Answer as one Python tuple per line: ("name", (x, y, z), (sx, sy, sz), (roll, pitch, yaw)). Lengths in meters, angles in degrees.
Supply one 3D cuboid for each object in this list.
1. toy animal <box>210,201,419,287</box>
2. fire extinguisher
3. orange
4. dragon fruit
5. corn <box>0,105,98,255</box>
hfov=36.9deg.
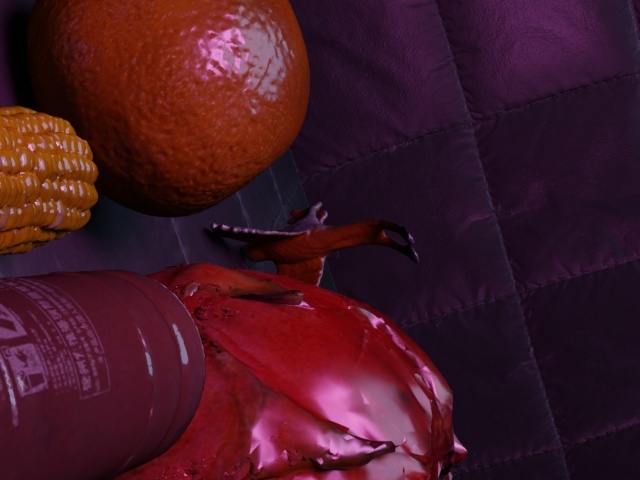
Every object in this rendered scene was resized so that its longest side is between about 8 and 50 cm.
("toy animal", (-0.002, -0.008, 1.474), (0.302, 0.284, 0.225), (-88, 157, -68))
("fire extinguisher", (-0.180, 0.059, 0.339), (0.138, 0.102, 0.344), (31, 12, 20))
("orange", (-0.140, -0.154, 0.868), (0.264, 0.264, 0.264), (-17, 90, -84))
("dragon fruit", (-0.062, 0.158, 0.619), (0.295, 0.301, 0.296), (3, 90, -76))
("corn", (-0.217, -0.034, 0.541), (0.313, 0.101, 0.102), (-14, 87, -82))
